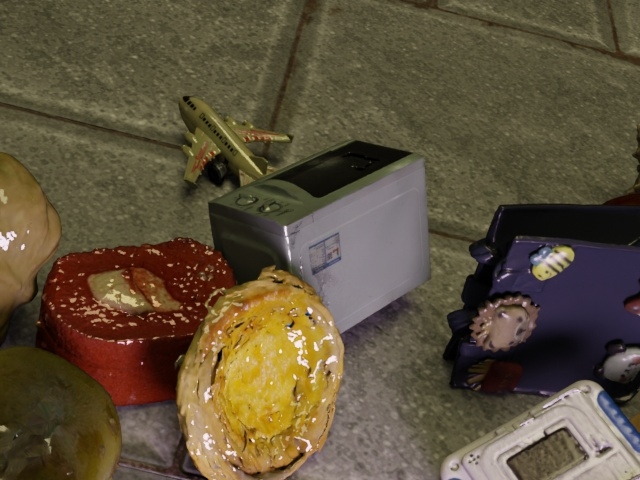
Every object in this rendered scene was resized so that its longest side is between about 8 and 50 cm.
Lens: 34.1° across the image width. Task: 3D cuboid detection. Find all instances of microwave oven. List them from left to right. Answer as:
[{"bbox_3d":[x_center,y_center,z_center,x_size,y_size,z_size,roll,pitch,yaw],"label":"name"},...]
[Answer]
[{"bbox_3d":[0.000,0.000,1.536,0.181,0.237,0.295,18,34,40],"label":"microwave oven"}]

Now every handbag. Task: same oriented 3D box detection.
[{"bbox_3d":[0.351,0.096,1.492,0.329,0.303,0.122,3,39,-15],"label":"handbag"}]

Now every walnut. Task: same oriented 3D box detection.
[{"bbox_3d":[-0.491,0.010,1.346,0.277,0.253,0.282,22,52,21],"label":"walnut"}]

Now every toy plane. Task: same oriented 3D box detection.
[{"bbox_3d":[-0.165,-0.162,1.782,0.229,0.092,0.244,-28,56,-37],"label":"toy plane"}]

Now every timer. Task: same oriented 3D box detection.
[{"bbox_3d":[0.297,0.301,1.349,0.253,0.078,0.178,-29,54,-8],"label":"timer"}]

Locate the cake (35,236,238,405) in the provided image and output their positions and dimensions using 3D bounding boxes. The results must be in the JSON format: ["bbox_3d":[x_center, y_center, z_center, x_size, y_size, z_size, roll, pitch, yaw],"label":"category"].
[{"bbox_3d":[-0.238,0.111,1.406,0.283,0.151,0.177,-6,41,-30],"label":"cake"}]

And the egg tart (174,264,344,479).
[{"bbox_3d":[-0.091,0.172,1.334,0.107,0.291,0.291,5,25,46],"label":"egg tart"}]

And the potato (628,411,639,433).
[{"bbox_3d":[0.487,0.325,1.401,0.146,0.150,0.234,26,42,-24],"label":"potato"}]

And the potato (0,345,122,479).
[{"bbox_3d":[-0.351,0.257,1.184,0.210,0.173,0.307,33,42,-4],"label":"potato"}]

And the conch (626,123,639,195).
[{"bbox_3d":[0.710,-0.119,1.928,0.324,0.263,0.186,42,8,-23],"label":"conch"}]

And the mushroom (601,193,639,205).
[{"bbox_3d":[0.542,0.022,1.719,0.283,0.195,0.263,-7,16,-33],"label":"mushroom"}]
